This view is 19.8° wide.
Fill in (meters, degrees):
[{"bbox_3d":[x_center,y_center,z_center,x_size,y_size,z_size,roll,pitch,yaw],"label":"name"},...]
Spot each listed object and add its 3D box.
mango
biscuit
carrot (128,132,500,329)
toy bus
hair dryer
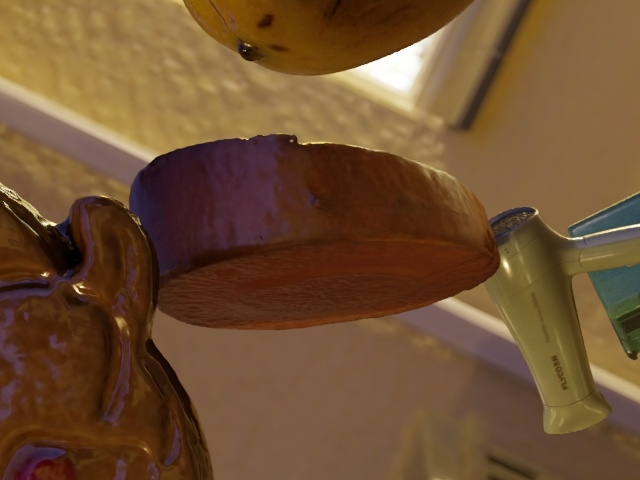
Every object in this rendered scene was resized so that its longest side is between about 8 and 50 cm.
[{"bbox_3d":[0.047,-0.355,1.997,0.445,0.301,0.220,-33,14,-22],"label":"mango"},{"bbox_3d":[-0.238,0.111,1.180,0.350,0.394,0.070,-49,-6,8],"label":"biscuit"},{"bbox_3d":[0.000,0.000,1.410,0.258,0.307,0.100,-18,71,43],"label":"carrot"},{"bbox_3d":[0.386,-0.003,1.805,0.256,0.128,0.147,-27,-30,9],"label":"toy bus"},{"bbox_3d":[0.272,0.043,1.595,0.237,0.206,0.075,-22,16,7],"label":"hair dryer"}]
